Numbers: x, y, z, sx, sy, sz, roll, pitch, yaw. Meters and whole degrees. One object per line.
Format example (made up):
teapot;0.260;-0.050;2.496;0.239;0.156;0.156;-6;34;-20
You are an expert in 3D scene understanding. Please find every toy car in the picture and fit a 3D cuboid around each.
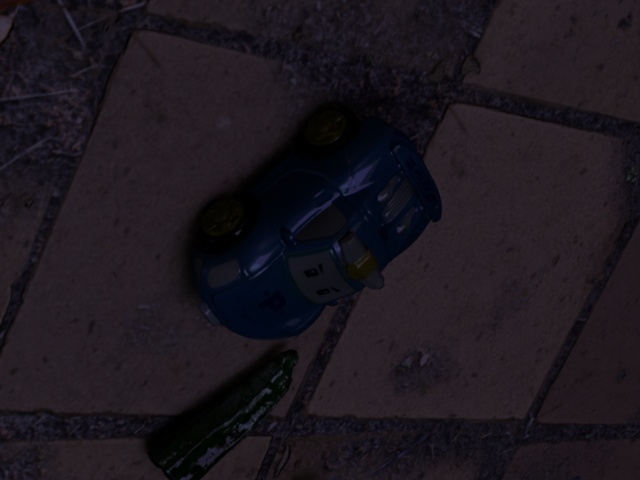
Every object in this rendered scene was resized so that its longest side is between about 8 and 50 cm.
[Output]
toy car;0.000;0.000;1.854;0.314;0.166;0.198;-41;135;-9

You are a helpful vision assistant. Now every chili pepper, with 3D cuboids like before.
chili pepper;-0.112;0.212;1.992;0.227;0.059;0.088;-42;134;-12
